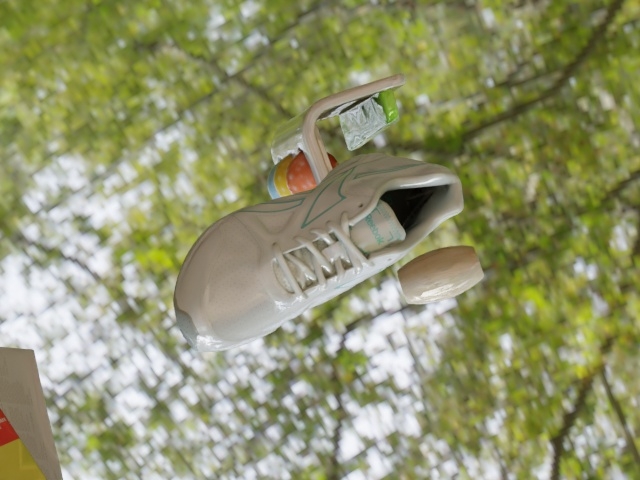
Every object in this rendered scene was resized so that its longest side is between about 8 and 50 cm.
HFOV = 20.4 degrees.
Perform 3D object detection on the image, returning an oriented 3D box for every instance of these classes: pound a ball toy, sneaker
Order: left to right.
[{"bbox_3d":[0.000,0.000,0.785,0.152,0.054,0.061,-34,-163,-32],"label":"sneaker"},{"bbox_3d":[0.036,-0.036,1.728,0.135,0.208,0.319,-20,-177,-7],"label":"pound a ball toy"}]

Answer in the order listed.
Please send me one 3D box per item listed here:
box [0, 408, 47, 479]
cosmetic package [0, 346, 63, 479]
[{"bbox_3d":[-0.227,0.147,1.134,0.058,0.087,0.232,-22,-113,-37],"label":"box"},{"bbox_3d":[-0.318,0.217,1.774,0.060,0.099,0.239,-46,-132,35],"label":"cosmetic package"}]
